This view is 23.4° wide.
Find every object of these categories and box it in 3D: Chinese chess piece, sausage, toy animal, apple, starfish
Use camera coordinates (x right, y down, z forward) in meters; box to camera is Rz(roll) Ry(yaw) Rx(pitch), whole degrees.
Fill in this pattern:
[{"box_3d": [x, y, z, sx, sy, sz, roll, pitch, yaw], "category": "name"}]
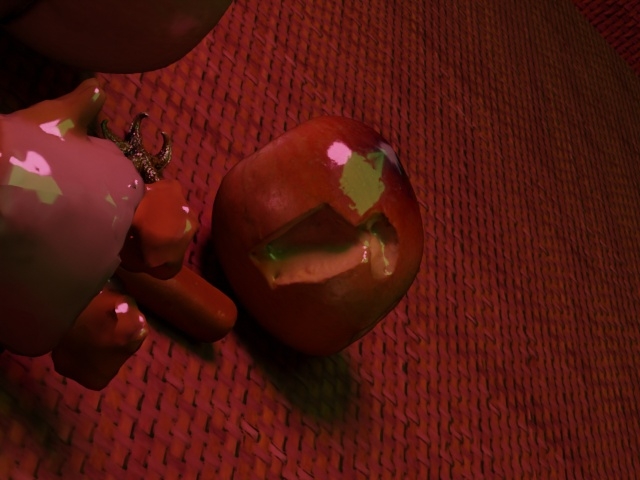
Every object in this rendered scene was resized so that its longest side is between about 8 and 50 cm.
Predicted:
[{"box_3d": [-0.152, -0.305, 1.204, 0.146, 0.349, 0.349, 15, 41, -31], "category": "Chinese chess piece"}, {"box_3d": [-0.121, 0.034, 1.172, 0.131, 0.039, 0.041, 35, 37, -32], "category": "sausage"}, {"box_3d": [-0.220, -0.035, 0.924, 0.169, 0.195, 0.281, 20, -8, 43], "category": "toy animal"}, {"box_3d": [0.000, 0.000, 1.279, 0.199, 0.199, 0.199, 40, 27, -26], "category": "apple"}, {"box_3d": [-0.150, -0.070, 1.275, 0.078, 0.028, 0.091, 50, 26, 7], "category": "starfish"}]

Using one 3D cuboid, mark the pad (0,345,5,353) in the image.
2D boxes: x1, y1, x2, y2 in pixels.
[{"box_3d": [-0.315, 0.013, 0.888, 0.269, 0.012, 0.269, 48, 25, -9], "category": "pad"}]
